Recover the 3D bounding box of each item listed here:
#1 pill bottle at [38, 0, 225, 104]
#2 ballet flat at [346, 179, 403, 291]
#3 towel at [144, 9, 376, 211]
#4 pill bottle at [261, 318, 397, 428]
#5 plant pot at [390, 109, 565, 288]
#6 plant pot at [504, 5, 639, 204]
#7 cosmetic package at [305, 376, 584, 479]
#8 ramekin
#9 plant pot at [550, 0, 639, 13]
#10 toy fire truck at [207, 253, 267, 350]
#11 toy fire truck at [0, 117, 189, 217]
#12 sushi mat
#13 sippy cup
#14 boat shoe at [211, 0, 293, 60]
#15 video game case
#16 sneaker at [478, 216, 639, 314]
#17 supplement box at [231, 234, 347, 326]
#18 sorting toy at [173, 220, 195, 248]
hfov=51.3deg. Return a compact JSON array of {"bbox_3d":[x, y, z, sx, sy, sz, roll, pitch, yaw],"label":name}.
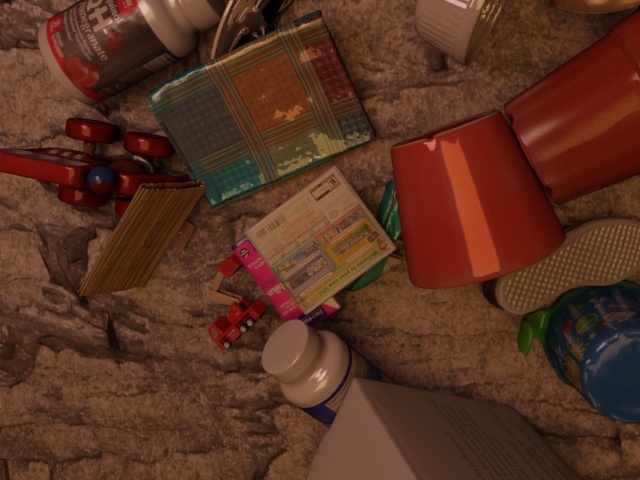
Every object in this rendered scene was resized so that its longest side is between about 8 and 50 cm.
[{"bbox_3d":[-0.344,-0.397,1.242,0.318,0.176,0.176,-24,96,13],"label":"pill bottle"},{"bbox_3d":[0.130,0.004,1.286,0.087,0.083,0.247,19,106,-14],"label":"ballet flat"},{"bbox_3d":[-0.113,-0.233,1.261,0.370,0.040,0.271,-22,117,13],"label":"towel"},{"bbox_3d":[0.019,0.265,1.260,0.152,0.152,0.272,-40,123,15],"label":"pill bottle"},{"bbox_3d":[0.249,-0.078,1.144,0.275,0.275,0.243,-18,100,13],"label":"plant pot"},{"bbox_3d":[0.469,-0.204,1.102,0.265,0.272,0.272,-29,95,22],"label":"plant pot"},{"bbox_3d":[0.212,0.487,1.160,0.393,0.327,0.329,15,107,-26],"label":"cosmetic package"},{"bbox_3d":[0.244,-0.414,1.124,0.109,0.207,0.207,28,104,13],"label":"ramekin"},{"bbox_3d":[0.479,-0.451,1.068,0.236,0.236,0.032,-23,133,14],"label":"plant pot"},{"bbox_3d":[-0.184,0.125,1.357,0.135,0.047,0.192,46,121,0],"label":"toy fire truck"},{"bbox_3d":[-0.422,-0.128,1.267,0.302,0.254,0.169,14,103,8],"label":"toy fire truck"},{"bbox_3d":[-0.349,0.000,1.297,0.019,0.151,0.316,54,124,21],"label":"sushi mat"},{"bbox_3d":[0.526,0.202,1.176,0.305,0.224,0.240,-25,95,14],"label":"sippy cup"},{"bbox_3d":[-0.087,-0.449,1.220,0.095,0.112,0.335,34,101,7],"label":"boat shoe"},{"bbox_3d":[0.000,0.000,1.231,0.212,0.023,0.193,-36,93,3],"label":"video game case"},{"bbox_3d":[0.438,0.036,1.222,0.321,0.127,0.126,-17,99,-12],"label":"sneaker"},{"bbox_3d":[-0.058,0.059,1.312,0.111,0.114,0.220,-36,94,13],"label":"supplement box"},{"bbox_3d":[-0.290,-0.033,1.386,0.062,0.012,0.083,35,108,7],"label":"sorting toy"}]
